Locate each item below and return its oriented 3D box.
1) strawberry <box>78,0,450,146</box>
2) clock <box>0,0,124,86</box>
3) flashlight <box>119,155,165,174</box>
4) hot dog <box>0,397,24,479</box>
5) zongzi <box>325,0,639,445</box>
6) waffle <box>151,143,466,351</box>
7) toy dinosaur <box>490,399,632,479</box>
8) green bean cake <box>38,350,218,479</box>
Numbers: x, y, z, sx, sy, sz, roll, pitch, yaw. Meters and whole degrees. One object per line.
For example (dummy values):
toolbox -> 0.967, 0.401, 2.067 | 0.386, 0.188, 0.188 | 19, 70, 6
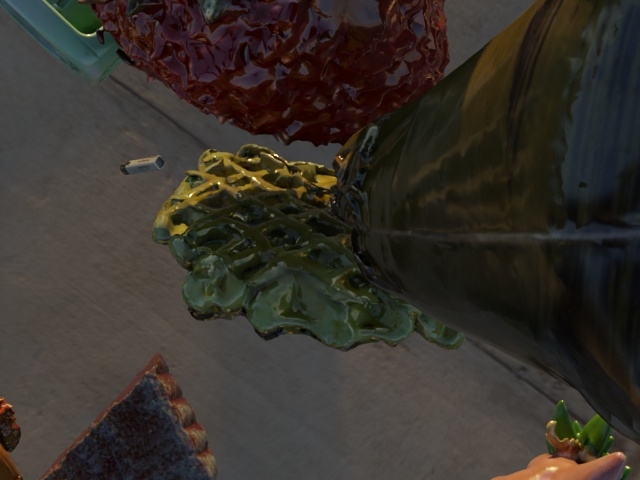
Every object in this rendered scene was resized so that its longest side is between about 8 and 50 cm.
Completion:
strawberry -> -0.032, -0.197, 0.849 | 0.292, 0.343, 0.292 | -11, 56, 17
clock -> -0.264, -0.228, 0.912 | 0.188, 0.148, 0.060 | 44, 84, -16
flashlight -> -0.267, -0.112, 1.447 | 0.083, 0.018, 0.018 | -4, 43, 41
hot dog -> -0.402, 0.113, 0.922 | 0.117, 0.158, 0.349 | -42, 119, -18
zongzi -> 0.096, -0.081, 0.416 | 0.145, 0.274, 0.300 | -25, 120, -27
waffle -> 0.000, 0.000, 0.931 | 0.317, 0.297, 0.073 | 10, 120, -7
toy dinosaur -> 0.186, 0.214, 0.839 | 0.194, 0.177, 0.152 | -18, 69, 40
green bean cake -> -0.263, 0.289, 1.270 | 0.233, 0.097, 0.198 | -31, 85, 1
